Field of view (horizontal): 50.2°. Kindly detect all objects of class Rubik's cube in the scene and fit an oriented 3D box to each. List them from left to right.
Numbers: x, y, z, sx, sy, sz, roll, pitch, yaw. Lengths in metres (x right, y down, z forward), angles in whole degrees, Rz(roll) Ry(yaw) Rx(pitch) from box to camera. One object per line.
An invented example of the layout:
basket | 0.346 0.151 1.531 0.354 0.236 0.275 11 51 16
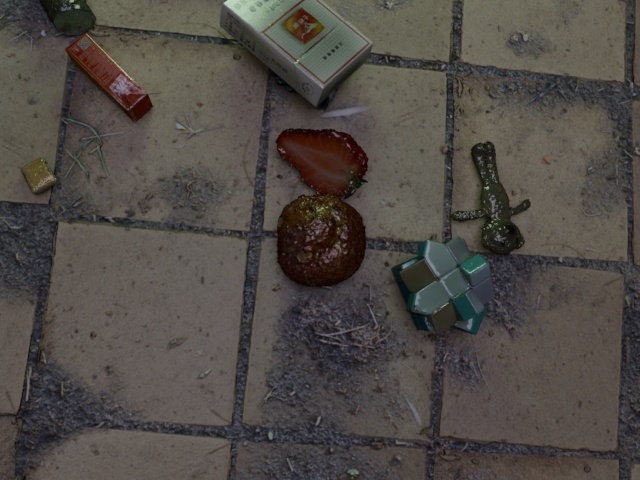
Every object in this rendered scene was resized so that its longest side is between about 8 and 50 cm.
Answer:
Rubik's cube | 0.303 0.122 1.669 0.224 0.213 0.265 -24 88 -10

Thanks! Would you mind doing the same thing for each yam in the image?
yam | -0.660 -0.617 1.730 0.107 0.107 0.183 -30 84 -9

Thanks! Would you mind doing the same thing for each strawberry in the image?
strawberry | 0.019 -0.219 1.748 0.175 0.107 0.236 -37 95 24

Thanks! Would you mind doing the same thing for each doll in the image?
doll | 0.465 -0.107 1.790 0.203 0.091 0.285 22 70 -14

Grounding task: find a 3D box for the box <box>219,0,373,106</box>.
box | -0.060 -0.517 1.715 0.330 0.095 0.210 42 65 4

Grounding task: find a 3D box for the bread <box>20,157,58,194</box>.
bread | -0.699 -0.160 1.695 0.070 0.035 0.083 -35 81 -10

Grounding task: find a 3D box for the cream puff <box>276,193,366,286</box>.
cream puff | 0.001 0.000 1.680 0.240 0.164 0.239 0 88 5

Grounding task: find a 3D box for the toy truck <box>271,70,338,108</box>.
toy truck | -0.028 -0.433 1.781 0.178 0.080 0.115 34 71 1

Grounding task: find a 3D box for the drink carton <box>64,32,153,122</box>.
drink carton | -0.527 -0.407 1.714 0.223 0.096 0.071 45 80 1
